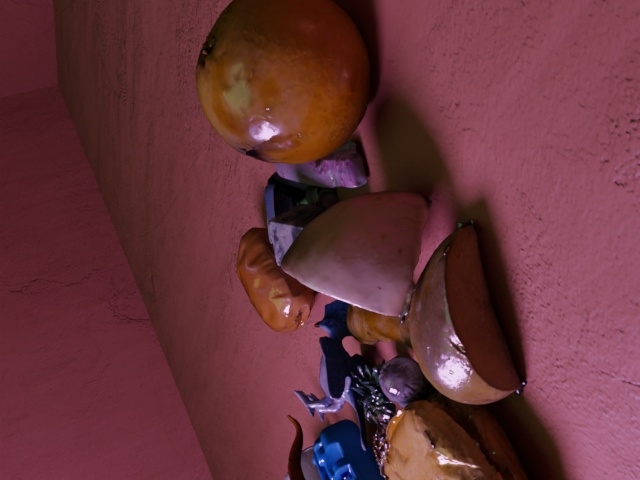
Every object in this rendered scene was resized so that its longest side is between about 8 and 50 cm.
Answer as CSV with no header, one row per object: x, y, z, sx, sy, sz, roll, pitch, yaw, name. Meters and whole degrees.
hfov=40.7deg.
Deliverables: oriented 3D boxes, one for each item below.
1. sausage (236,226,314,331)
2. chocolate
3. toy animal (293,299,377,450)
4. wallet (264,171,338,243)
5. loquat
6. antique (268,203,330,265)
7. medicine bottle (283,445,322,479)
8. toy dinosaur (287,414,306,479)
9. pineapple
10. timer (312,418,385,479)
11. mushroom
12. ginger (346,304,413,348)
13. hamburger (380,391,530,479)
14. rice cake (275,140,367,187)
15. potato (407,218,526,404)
-0.095,0.074,1.738,0.241,0.120,0.136,54,137,38,sausage
0.136,0.218,1.299,0.072,0.072,0.167,62,-172,24,chocolate
0.040,0.234,1.504,0.255,0.176,0.239,50,-172,30,toy animal
-0.036,-0.034,1.588,0.231,0.069,0.170,21,121,61,wallet
-0.052,-0.243,1.260,0.263,0.263,0.263,49,148,45,loquat
0.000,0.000,1.430,0.183,0.086,0.088,13,121,44,antique
-0.004,0.523,1.831,0.147,0.147,0.143,60,152,27,medicine bottle
-0.022,0.523,1.640,0.208,0.097,0.432,36,-144,-63,toy dinosaur
0.122,0.299,1.397,0.103,0.083,0.221,-21,82,29,pineapple
0.092,0.504,1.545,0.340,0.115,0.309,-127,17,-62,timer
0.050,-0.011,1.215,0.236,0.173,0.162,-98,27,-80,mushroom
0.120,0.133,1.351,0.299,0.065,0.118,15,128,61,ginger
0.208,0.356,1.214,0.283,0.144,0.259,65,153,29,hamburger
-0.007,-0.133,1.465,0.290,0.051,0.081,-161,64,-63,rice cake
0.165,0.107,1.142,0.138,0.098,0.243,-14,93,53,potato
